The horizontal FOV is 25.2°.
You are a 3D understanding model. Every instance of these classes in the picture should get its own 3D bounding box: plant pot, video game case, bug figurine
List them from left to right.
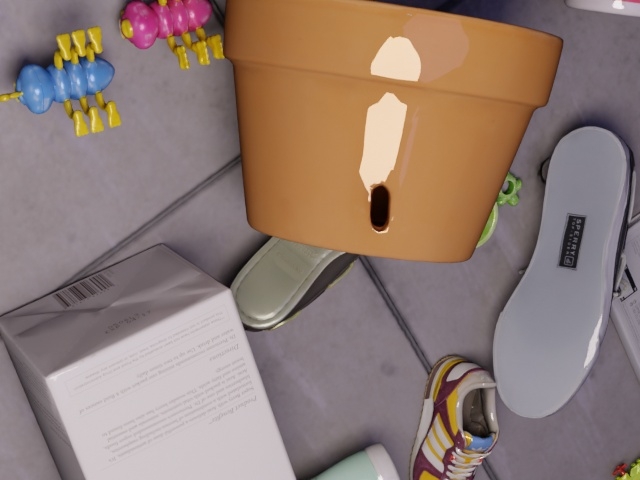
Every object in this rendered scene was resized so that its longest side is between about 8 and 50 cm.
[{"bbox_3d":[-0.189,-0.237,1.219,0.216,0.072,0.279,-14,105,-29],"label":"bug figurine"},{"bbox_3d":[0.050,-0.097,1.239,0.291,0.291,0.203,5,97,-27],"label":"plant pot"},{"bbox_3d":[0.410,0.049,1.615,0.193,0.023,0.212,-34,115,-14],"label":"video game case"}]

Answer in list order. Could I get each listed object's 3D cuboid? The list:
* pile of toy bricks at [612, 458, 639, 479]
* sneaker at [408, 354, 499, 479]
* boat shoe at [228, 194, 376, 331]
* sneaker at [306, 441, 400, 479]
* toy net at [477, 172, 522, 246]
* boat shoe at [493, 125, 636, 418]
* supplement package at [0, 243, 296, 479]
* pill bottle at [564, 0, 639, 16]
[{"bbox_3d":[0.380,0.292,1.632,0.212,0.118,0.105,-40,85,-2],"label":"pile of toy bricks"},{"bbox_3d":[0.143,0.218,1.495,0.070,0.084,0.185,-3,104,-25],"label":"sneaker"},{"bbox_3d":[0.000,0.000,1.380,0.228,0.068,0.081,-42,83,-13],"label":"boat shoe"},{"bbox_3d":[0.026,0.333,1.474,0.151,0.094,0.256,-20,119,-6],"label":"sneaker"},{"bbox_3d":[0.134,-0.110,1.425,0.122,0.045,0.232,-31,115,-16],"label":"toy net"},{"bbox_3d":[0.263,0.036,1.493,0.105,0.113,0.306,14,85,-61],"label":"boat shoe"},{"bbox_3d":[-0.145,0.183,1.293,0.177,0.175,0.293,-25,113,-20],"label":"supplement package"},{"bbox_3d":[0.307,-0.315,1.420,0.108,0.108,0.180,1,102,-26],"label":"pill bottle"}]
